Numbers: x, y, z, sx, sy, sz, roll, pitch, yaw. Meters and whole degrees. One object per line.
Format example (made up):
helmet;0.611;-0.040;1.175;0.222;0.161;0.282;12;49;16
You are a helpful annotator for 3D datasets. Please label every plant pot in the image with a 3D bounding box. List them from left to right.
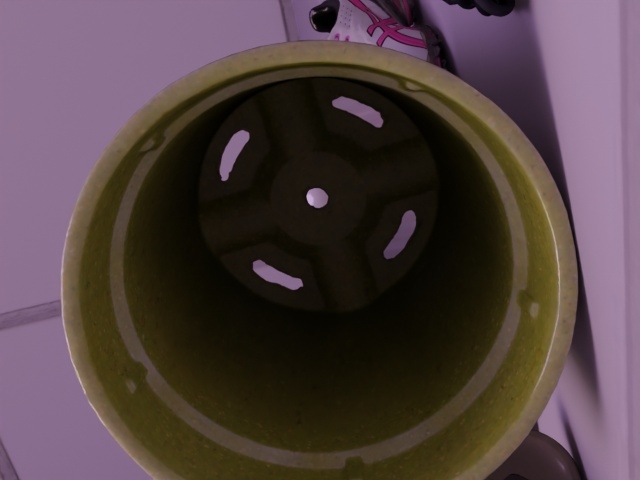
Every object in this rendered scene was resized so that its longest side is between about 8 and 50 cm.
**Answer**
plant pot;0.000;0.000;0.761;0.254;0.276;0.276;-89;-14;-75

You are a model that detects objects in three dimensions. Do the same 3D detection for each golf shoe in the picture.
golf shoe;0.046;-0.139;0.930;0.186;0.086;0.067;-112;9;-54

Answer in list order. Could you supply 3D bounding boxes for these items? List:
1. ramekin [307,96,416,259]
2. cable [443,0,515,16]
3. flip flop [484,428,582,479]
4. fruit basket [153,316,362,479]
ramekin;0.040;-0.048;1.080;0.273;0.127;0.272;166;90;-88
cable;0.068;-0.196;0.633;0.184;0.047;0.150;-102;5;-61
flip flop;0.080;0.230;0.708;0.277;0.112;0.080;-59;-9;-21
fruit basket;0.015;0.215;0.978;0.165;0.327;0.353;-41;-53;-63
